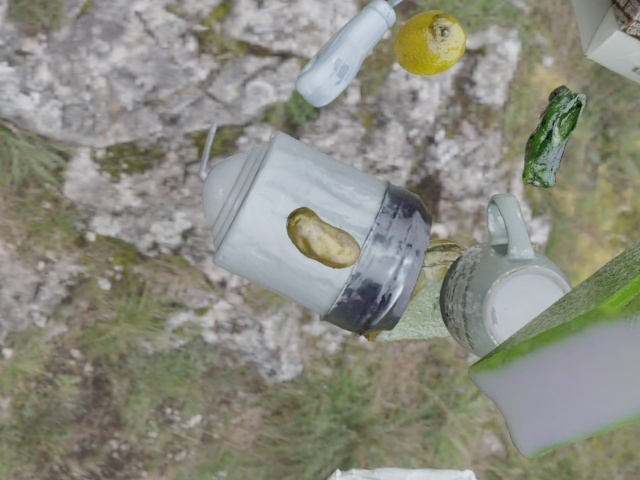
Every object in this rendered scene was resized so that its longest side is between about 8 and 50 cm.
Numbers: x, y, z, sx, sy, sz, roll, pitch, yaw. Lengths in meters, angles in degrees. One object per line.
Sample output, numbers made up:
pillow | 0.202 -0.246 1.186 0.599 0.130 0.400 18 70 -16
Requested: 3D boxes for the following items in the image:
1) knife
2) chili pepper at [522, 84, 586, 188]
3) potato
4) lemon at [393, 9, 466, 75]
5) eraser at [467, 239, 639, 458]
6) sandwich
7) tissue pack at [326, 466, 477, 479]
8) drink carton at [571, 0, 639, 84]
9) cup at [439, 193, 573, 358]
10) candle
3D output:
knife | 0.089 -0.267 1.314 0.044 0.080 0.331 46 69 -12
chili pepper | 0.289 -0.141 1.492 0.073 0.050 0.182 100 14 -48
potato | 0.000 0.000 1.330 0.092 0.046 0.045 32 39 -3
lemon | 0.139 -0.255 1.577 0.082 0.111 0.082 8 76 -35
eraser | 0.264 0.042 0.882 0.274 0.210 0.092 -28 85 -36
sandwich | 0.236 0.085 2.104 0.273 0.249 0.095 2 57 -25
tissue pack | 0.065 0.428 1.384 0.194 0.356 0.266 4 64 -8
drink carton | 0.299 -0.261 0.996 0.194 0.132 0.324 20 48 -26
cup | 0.280 0.058 1.780 0.186 0.234 0.258 -4 90 -3
candle | -0.026 -0.020 1.681 0.343 0.221 0.221 24 79 -5
